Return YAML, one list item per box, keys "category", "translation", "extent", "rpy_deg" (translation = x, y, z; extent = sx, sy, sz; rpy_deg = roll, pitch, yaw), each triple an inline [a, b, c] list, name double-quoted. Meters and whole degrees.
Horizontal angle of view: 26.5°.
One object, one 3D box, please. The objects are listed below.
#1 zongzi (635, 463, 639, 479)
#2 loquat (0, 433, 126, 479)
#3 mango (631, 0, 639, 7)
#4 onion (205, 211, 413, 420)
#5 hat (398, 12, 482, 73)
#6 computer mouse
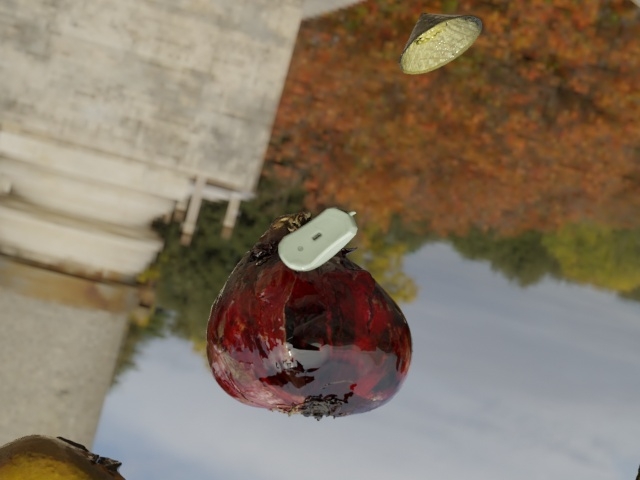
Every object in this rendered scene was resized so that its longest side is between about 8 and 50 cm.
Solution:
- category: "zongzi"
  translation: [0.301, 0.273, 0.973]
  extent: [0.138, 0.286, 0.300]
  rpy_deg: [14, 164, 46]
- category: "loquat"
  translation: [-0.460, 0.503, 2.269]
  extent: [0.328, 0.359, 0.328]
  rpy_deg: [32, 164, 10]
- category: "mango"
  translation: [0.309, -0.275, 1.044]
  extent: [0.173, 0.211, 0.317]
  rpy_deg: [62, -170, 19]
- category: "onion"
  translation: [-0.009, 0.122, 1.773]
  extent: [0.281, 0.281, 0.221]
  rpy_deg: [15, 158, -4]
- category: "hat"
  translation: [0.174, -0.330, 2.128]
  extent: [0.146, 0.146, 0.067]
  rpy_deg: [9, -131, -58]
- category: "computer mouse"
  translation: [0.000, 0.000, 1.672]
  extent: [0.056, 0.110, 0.032]
  rpy_deg: [48, 167, 25]
